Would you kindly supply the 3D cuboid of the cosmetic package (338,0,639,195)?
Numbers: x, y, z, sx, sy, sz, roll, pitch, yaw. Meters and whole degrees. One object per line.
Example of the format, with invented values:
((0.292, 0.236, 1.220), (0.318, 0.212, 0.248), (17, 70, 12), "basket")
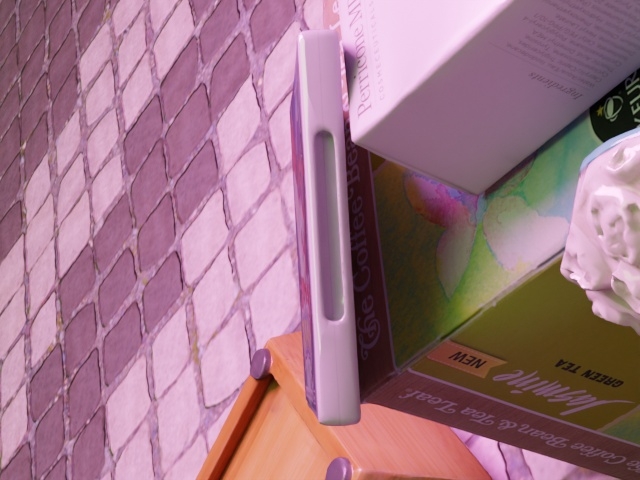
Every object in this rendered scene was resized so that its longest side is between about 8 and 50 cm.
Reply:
((0.105, -0.133, 0.669), (0.231, 0.085, 0.117), (-40, 42, 38), "cosmetic package")

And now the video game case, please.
((0.000, 0.000, 0.794), (0.201, 0.023, 0.183), (110, 157, -86), "video game case")

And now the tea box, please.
((0.182, -0.094, 0.824), (0.323, 0.220, 0.329), (-43, 39, 40), "tea box")

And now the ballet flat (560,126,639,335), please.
((0.270, 0.014, 0.524), (0.409, 0.147, 0.147), (-5, 64, 26), "ballet flat")

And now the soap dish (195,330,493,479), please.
((-0.016, 0.223, 1.065), (0.290, 0.118, 0.229), (-63, 30, 14), "soap dish")
